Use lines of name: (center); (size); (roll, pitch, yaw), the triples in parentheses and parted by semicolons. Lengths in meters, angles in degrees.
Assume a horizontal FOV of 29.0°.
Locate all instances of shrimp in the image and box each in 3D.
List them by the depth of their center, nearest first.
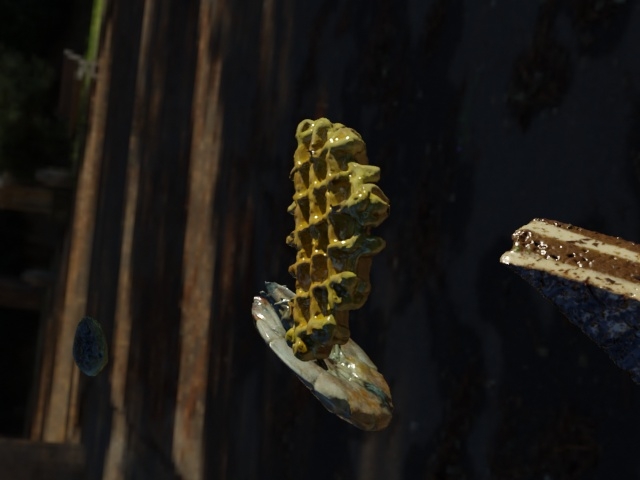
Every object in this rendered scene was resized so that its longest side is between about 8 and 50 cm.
shrimp: (-0.016, 0.164, 1.888); (0.085, 0.247, 0.360); (-51, 44, 12)

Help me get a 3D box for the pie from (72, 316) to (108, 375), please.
pie: (-0.321, 0.147, 1.718); (0.084, 0.021, 0.084); (2, 93, 48)

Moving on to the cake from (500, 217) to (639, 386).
cake: (0.325, 0.041, 1.273); (0.135, 0.246, 0.112); (-49, -2, 36)

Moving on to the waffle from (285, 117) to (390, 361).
waffle: (0.000, 0.000, 1.017); (0.160, 0.046, 0.192); (43, 120, 58)
